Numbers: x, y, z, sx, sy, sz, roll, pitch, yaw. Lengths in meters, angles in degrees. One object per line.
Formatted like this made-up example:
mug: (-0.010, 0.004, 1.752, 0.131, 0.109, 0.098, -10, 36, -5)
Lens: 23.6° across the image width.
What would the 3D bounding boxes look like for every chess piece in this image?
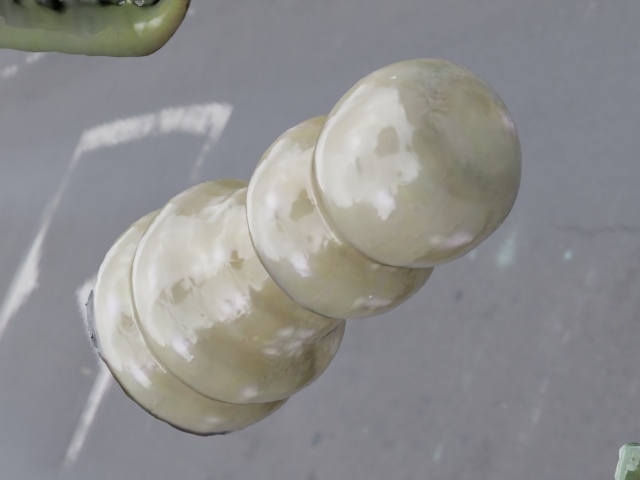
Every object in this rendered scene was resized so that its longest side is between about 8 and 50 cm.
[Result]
chess piece: (0.000, 0.000, 0.800, 0.261, 0.142, 0.143, -33, 37, 46)

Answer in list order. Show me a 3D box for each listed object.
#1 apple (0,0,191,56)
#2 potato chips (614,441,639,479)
apple: (-0.146, -0.164, 0.478, 0.120, 0.265, 0.193, -23, 69, 57)
potato chips: (0.271, 0.236, 0.997, 0.389, 0.373, 0.097, 64, -148, -61)
